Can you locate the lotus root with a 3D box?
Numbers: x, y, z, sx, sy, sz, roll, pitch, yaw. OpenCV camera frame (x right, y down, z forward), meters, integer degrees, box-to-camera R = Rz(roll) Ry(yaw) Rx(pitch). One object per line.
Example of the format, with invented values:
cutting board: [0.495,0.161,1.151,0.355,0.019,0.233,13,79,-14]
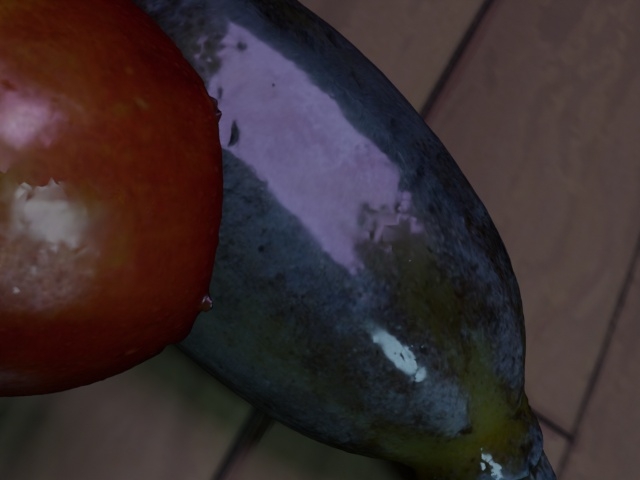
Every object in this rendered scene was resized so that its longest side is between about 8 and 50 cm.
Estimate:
lotus root: [0.000,0.000,0.863,0.322,0.140,0.158,44,41,5]

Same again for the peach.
peach: [-0.142,-0.032,0.753,0.226,0.196,0.190,16,69,-2]
